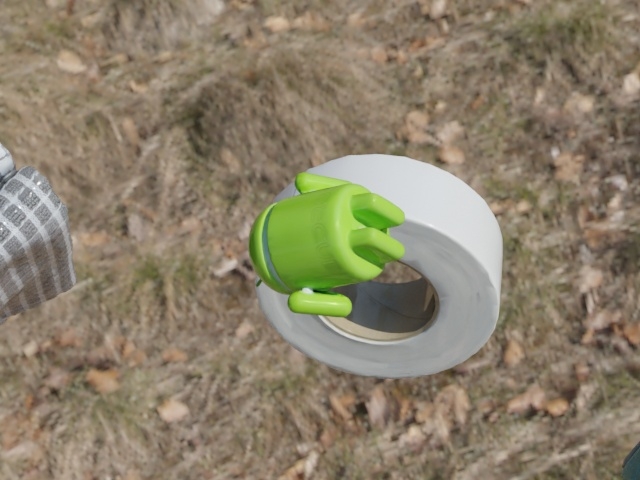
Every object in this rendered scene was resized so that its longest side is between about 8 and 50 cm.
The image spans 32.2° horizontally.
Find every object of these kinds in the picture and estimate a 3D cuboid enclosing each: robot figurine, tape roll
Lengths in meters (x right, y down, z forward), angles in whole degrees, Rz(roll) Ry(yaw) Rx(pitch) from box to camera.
[{"bbox_3d":[0.000,0.000,0.749,0.115,0.067,0.101,-14,66,35],"label":"robot figurine"},{"bbox_3d":[0.069,0.036,1.299,0.286,0.286,0.100,-9,42,22],"label":"tape roll"}]

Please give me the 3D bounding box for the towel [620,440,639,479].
[{"bbox_3d":[0.460,0.203,1.047,0.040,0.370,0.271,-1,43,-33],"label":"towel"}]

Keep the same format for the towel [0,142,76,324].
[{"bbox_3d":[-0.331,0.047,0.985,0.235,0.121,0.283,-50,-1,-17],"label":"towel"}]
